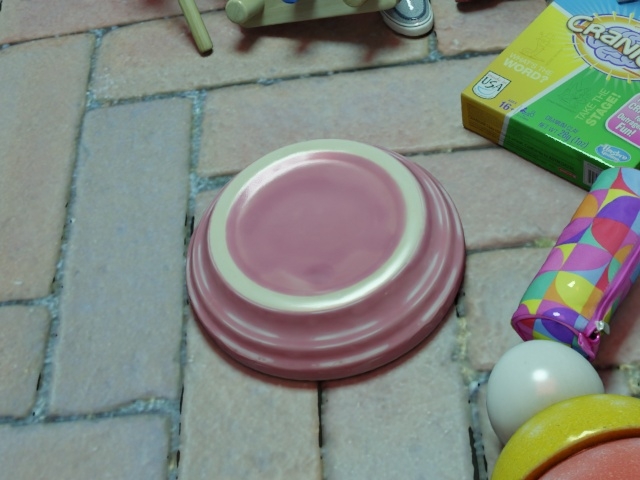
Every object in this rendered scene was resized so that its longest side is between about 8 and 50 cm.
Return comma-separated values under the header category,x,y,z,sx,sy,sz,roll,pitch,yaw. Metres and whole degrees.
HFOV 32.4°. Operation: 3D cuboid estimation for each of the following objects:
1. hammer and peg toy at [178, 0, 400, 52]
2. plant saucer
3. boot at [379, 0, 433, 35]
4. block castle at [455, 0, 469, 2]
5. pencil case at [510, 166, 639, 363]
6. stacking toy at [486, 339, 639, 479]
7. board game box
category,x,y,z,sx,sy,sz,roll,pitch,yaw
hammer and peg toy,-0.077,-0.413,1.492,0.361,0.266,0.127,-2,26,30
plant saucer,0.000,0.000,1.276,0.332,0.084,0.332,-5,52,7
boot,0.100,-0.370,1.533,0.069,0.086,0.190,-23,52,-6
block castle,0.236,-0.584,1.534,0.212,0.303,0.453,1,54,4
pencil case,0.297,0.030,1.184,0.104,0.104,0.236,21,60,25
stacking toy,0.261,0.247,0.943,0.350,0.351,0.480,-15,35,0
board game box,0.365,-0.211,1.372,0.242,0.064,0.316,31,65,30
